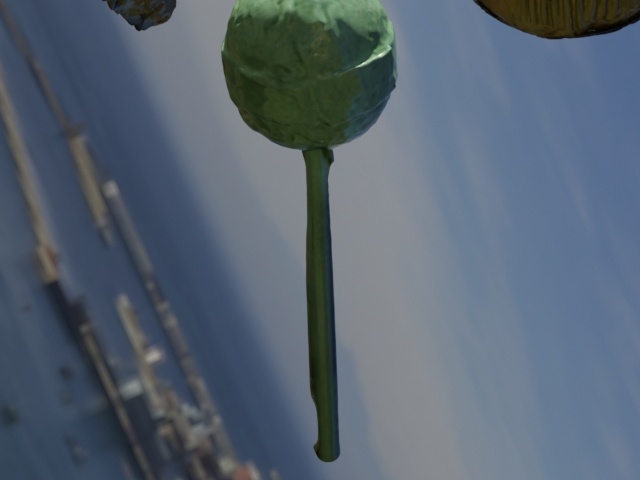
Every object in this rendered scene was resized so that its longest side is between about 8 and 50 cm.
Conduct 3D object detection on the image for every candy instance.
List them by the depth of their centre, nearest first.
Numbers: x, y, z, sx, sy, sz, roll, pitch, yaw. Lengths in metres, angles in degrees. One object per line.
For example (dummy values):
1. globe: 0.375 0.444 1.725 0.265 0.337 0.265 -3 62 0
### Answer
1. candy: 0.000 0.000 1.398 0.119 0.119 0.440 -117 -161 -50

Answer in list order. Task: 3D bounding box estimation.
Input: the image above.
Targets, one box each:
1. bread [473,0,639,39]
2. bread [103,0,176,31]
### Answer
1. bread: 0.200 -0.248 1.658 0.190 0.132 0.114 -134 -149 -53
2. bread: -0.178 -0.209 1.090 0.232 0.088 0.128 36 8 14
